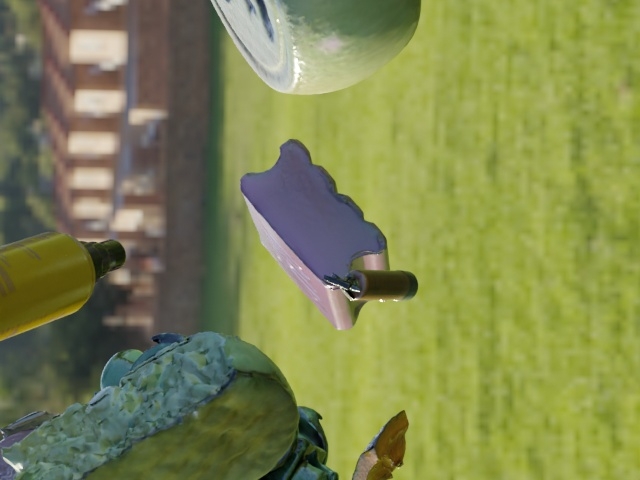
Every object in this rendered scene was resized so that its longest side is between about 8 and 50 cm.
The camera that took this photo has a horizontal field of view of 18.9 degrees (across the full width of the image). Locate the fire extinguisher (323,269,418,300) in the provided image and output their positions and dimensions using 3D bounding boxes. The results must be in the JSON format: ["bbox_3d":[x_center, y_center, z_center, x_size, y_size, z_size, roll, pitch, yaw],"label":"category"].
[{"bbox_3d":[0.035,0.030,1.329,0.028,0.083,0.022,24,103,34],"label":"fire extinguisher"}]

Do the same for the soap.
[{"bbox_3d":[0.000,0.000,1.582,0.122,0.065,0.203,49,174,12],"label":"soap"}]

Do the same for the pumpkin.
[{"bbox_3d":[0.066,0.237,2.068,0.035,0.073,0.101,38,138,20],"label":"pumpkin"}]

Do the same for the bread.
[{"bbox_3d":[-0.110,0.143,1.154,0.064,0.172,0.232,60,140,40],"label":"bread"}]

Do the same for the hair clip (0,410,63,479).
[{"bbox_3d":[-0.159,0.230,1.424,0.359,0.110,0.095,43,170,43],"label":"hair clip"}]

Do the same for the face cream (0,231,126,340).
[{"bbox_3d":[-0.258,0.038,1.685,0.273,0.078,0.078,-22,-62,-60],"label":"face cream"}]

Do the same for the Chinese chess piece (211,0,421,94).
[{"bbox_3d":[-0.028,-0.223,1.351,0.250,0.101,0.250,58,167,22],"label":"Chinese chess piece"}]

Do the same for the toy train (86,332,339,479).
[{"bbox_3d":[-0.132,0.248,2.109,0.238,0.299,0.167,-60,-24,-7],"label":"toy train"}]
